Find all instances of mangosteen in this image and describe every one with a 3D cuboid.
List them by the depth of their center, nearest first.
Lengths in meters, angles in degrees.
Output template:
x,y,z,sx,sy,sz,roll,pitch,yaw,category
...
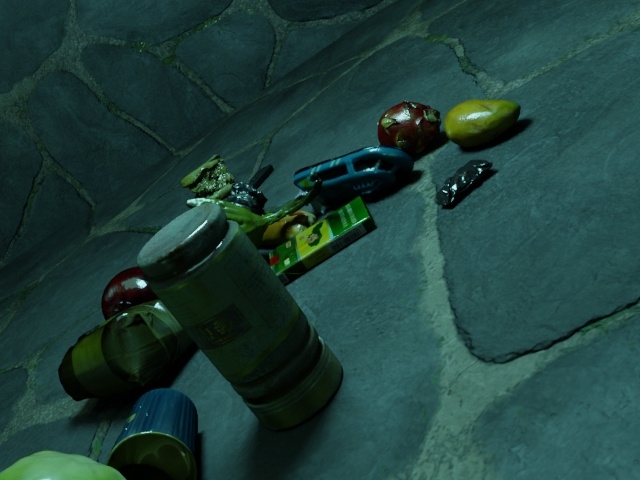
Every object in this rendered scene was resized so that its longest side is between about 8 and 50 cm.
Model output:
x,y,z,sx,sy,sz,roll,pitch,yaw,category
-0.395,0.139,1.633,0.200,0.199,0.200,-30,22,14,mangosteen

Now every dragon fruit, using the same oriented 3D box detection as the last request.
x,y,z,sx,sy,sz,roll,pitch,yaw,category
0.181,-0.243,1.662,0.125,0.125,0.246,-59,12,-19,dragon fruit

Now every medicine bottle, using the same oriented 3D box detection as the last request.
x,y,z,sx,sy,sz,roll,pitch,yaw,category
-0.114,0.111,1.046,0.151,0.322,0.151,-30,21,13,medicine bottle

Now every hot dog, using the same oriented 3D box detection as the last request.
x,y,z,sx,sy,sz,roll,pitch,yaw,category
-0.094,-0.031,1.667,0.236,0.062,0.092,-6,39,52,hot dog

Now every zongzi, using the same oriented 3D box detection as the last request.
x,y,z,sx,sy,sz,roll,pitch,yaw,category
-0.361,0.209,1.512,0.289,0.154,0.318,-24,1,41,zongzi

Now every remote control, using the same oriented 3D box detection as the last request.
x,y,z,sx,sy,sz,roll,pitch,yaw,category
-0.219,-0.146,2.140,0.063,0.025,0.245,-14,30,45,remote control

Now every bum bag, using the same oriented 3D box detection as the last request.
x,y,z,sx,sy,sz,roll,pitch,yaw,category
0.264,-0.109,1.340,0.124,0.034,0.058,-39,31,-7,bum bag

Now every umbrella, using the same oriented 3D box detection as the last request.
x,y,z,sx,sy,sz,roll,pitch,yaw,category
-0.231,-0.019,1.769,0.272,0.122,0.110,-54,2,-20,umbrella

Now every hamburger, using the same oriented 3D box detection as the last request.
x,y,z,sx,sy,sz,roll,pitch,yaw,category
-0.342,-0.180,2.264,0.159,0.131,0.185,-29,14,38,hamburger

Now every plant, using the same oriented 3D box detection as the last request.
x,y,z,sx,sy,sz,roll,pitch,yaw,category
-0.133,-0.010,1.565,0.334,0.180,0.251,-7,-13,11,plant

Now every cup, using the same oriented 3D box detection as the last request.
x,y,z,sx,sy,sz,roll,pitch,yaw,category
-0.259,0.328,1.109,0.176,0.131,0.155,-57,13,14,cup

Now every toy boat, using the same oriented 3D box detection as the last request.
x,y,z,sx,sy,sz,roll,pitch,yaw,category
0.073,-0.125,1.582,0.299,0.134,0.092,-12,64,44,toy boat

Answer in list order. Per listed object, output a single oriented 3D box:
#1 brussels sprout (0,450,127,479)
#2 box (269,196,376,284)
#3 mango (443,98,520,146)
x,y,z,sx,sy,sz,roll,pitch,yaw,category
-0.348,0.409,0.918,0.273,0.243,0.316,-52,7,30,brussels sprout
0.000,0.000,1.501,0.235,0.034,0.132,-32,22,6,box
0.322,-0.239,1.461,0.115,0.089,0.165,-34,23,-23,mango
